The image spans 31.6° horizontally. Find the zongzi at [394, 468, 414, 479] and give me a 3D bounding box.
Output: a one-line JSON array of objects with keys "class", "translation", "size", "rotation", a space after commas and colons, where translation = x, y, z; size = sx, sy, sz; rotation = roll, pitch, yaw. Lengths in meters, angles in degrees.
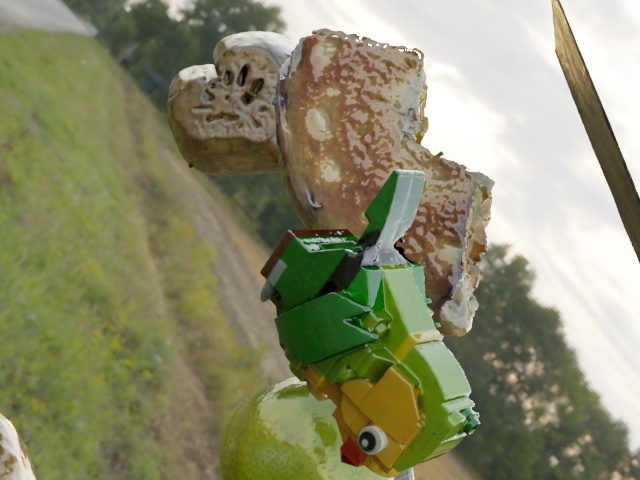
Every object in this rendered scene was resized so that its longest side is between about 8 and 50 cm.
[{"class": "zongzi", "translation": [0.077, 0.356, 1.892], "size": [0.081, 0.189, 0.178], "rotation": [8, 68, -35]}]

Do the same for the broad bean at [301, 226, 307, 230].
[{"class": "broad bean", "translation": [0.000, 0.000, 1.444], "size": [0.049, 0.144, 0.292], "rotation": [22, 18, 5]}]

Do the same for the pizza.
[{"class": "pizza", "translation": [0.054, -0.053, 0.946], "size": [0.305, 0.161, 0.085], "rotation": [64, 12, 25]}]

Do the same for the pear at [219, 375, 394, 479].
[{"class": "pear", "translation": [-0.019, 0.248, 1.150], "size": [0.180, 0.216, 0.166], "rotation": [13, -15, 4]}]

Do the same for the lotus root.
[{"class": "lotus root", "translation": [-0.091, -0.166, 1.378], "size": [0.193, 0.193, 0.291], "rotation": [49, 1, 0]}]

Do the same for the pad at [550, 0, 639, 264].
[{"class": "pad", "translation": [0.299, -0.090, 1.184], "size": [0.220, 0.004, 0.330], "rotation": [40, 31, -72]}]

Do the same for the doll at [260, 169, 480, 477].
[{"class": "doll", "translation": [0.038, 0.064, 0.764], "size": [0.106, 0.134, 0.186], "rotation": [0, 69, -58]}]

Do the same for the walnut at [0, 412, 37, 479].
[{"class": "walnut", "translation": [-0.378, 0.279, 1.111], "size": [0.209, 0.209, 0.336], "rotation": [50, 23, -34]}]
